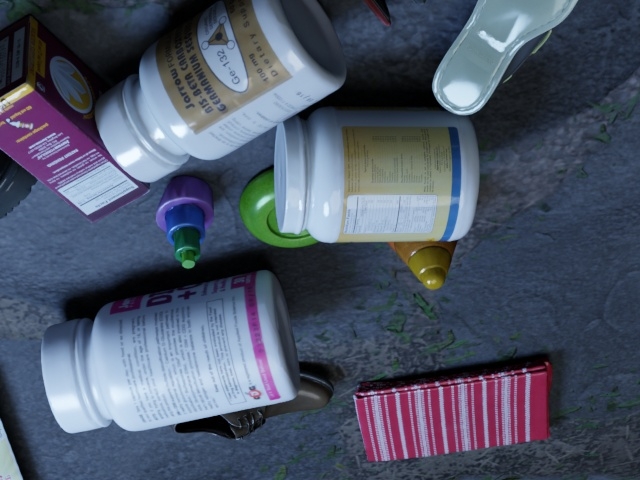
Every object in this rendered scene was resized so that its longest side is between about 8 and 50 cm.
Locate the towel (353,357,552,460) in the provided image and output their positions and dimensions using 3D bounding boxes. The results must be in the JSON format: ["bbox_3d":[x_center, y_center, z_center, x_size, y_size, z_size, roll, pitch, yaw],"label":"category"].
[{"bbox_3d":[0.192,0.243,1.850,0.275,0.031,0.199,-8,141,3],"label":"towel"}]

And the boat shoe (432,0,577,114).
[{"bbox_3d":[0.192,-0.223,1.290,0.081,0.068,0.227,40,126,1],"label":"boat shoe"}]

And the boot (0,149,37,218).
[{"bbox_3d":[-0.479,-0.057,1.313,0.348,0.131,0.260,-43,135,15],"label":"boot"}]

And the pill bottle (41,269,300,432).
[{"bbox_3d":[-0.178,0.139,1.574,0.283,0.160,0.160,-12,139,5],"label":"pill bottle"}]

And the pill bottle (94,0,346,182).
[{"bbox_3d":[-0.101,-0.153,1.274,0.229,0.131,0.131,-28,135,22],"label":"pill bottle"}]

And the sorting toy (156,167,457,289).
[{"bbox_3d":[0.000,0.000,1.470,0.366,0.126,0.127,2,138,-12],"label":"sorting toy"}]

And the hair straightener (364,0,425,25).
[{"bbox_3d":[0.036,-0.297,1.204,0.089,0.047,0.230,-27,131,21],"label":"hair straightener"}]

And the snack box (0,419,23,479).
[{"bbox_3d":[-0.497,0.326,1.743,0.187,0.060,0.322,-36,147,-27],"label":"snack box"}]

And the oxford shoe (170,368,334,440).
[{"bbox_3d":[-0.092,0.225,1.737,0.227,0.096,0.082,-6,137,-4],"label":"oxford shoe"}]

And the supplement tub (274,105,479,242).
[{"bbox_3d":[0.056,-0.070,1.383,0.200,0.144,0.144,-1,139,-8],"label":"supplement tub"}]

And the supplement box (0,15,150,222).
[{"bbox_3d":[-0.258,-0.118,1.310,0.081,0.104,0.188,-27,136,20],"label":"supplement box"}]
